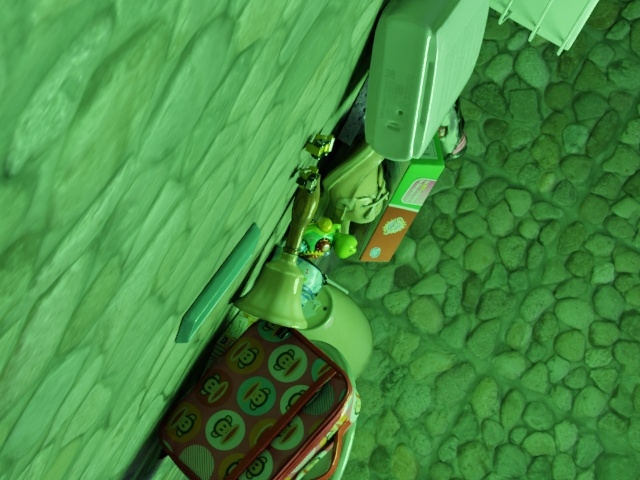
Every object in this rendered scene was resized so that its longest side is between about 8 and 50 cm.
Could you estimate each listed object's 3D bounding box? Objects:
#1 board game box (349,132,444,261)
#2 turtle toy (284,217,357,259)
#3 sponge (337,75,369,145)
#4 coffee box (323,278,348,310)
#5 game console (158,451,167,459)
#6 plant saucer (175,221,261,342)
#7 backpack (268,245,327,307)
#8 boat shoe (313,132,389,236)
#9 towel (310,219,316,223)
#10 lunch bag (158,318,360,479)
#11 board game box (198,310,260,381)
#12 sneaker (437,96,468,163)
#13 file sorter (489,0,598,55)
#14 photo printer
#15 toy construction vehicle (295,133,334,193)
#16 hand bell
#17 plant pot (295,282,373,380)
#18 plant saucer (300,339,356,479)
[{"bbox_3d":[0.128,-0.143,1.909,0.316,0.064,0.242,115,-27,-55],"label":"board game box"},{"bbox_3d":[0.000,0.000,1.827,0.095,0.130,0.066,76,13,-79],"label":"turtle toy"},{"bbox_3d":[0.099,-0.266,1.736,0.210,0.031,0.117,-61,175,23],"label":"sponge"},{"bbox_3d":[-0.063,0.238,2.626,0.297,0.119,0.168,-58,-179,-15],"label":"coffee box"},{"bbox_3d":[-0.248,0.334,1.924,0.144,0.085,0.124,-22,111,-84],"label":"game console"},{"bbox_3d":[-0.132,0.057,1.366,0.192,0.018,0.067,-55,173,-40],"label":"plant saucer"},{"bbox_3d":[-0.049,0.065,1.799,0.084,0.105,0.114,-60,171,-11],"label":"backpack"},{"bbox_3d":[0.071,-0.094,1.804,0.121,0.110,0.341,-48,178,-19],"label":"boat shoe"},{"bbox_3d":[-0.092,0.118,2.124,0.370,0.040,0.271,-62,177,1],"label":"towel"},{"bbox_3d":[-0.084,0.297,1.646,0.293,0.258,0.120,-47,154,-10],"label":"lunch bag"},{"bbox_3d":[-0.148,0.184,1.837,0.193,0.045,0.147,-54,172,-51],"label":"board game box"},{"bbox_3d":[0.231,-0.269,2.110,0.185,0.202,0.483,-58,176,-28],"label":"sneaker"},{"bbox_3d":[0.402,-0.507,1.994,0.193,0.278,0.173,-62,173,27],"label":"file sorter"},{"bbox_3d":[0.174,-0.306,1.586,0.256,0.107,0.307,94,22,-44],"label":"photo printer"},{"bbox_3d":[-0.012,-0.119,1.504,0.098,0.035,0.086,-56,164,-66],"label":"toy construction vehicle"},{"bbox_3d":[-0.045,0.007,1.650,0.126,0.126,0.242,-16,124,-84],"label":"hand bell"},{"bbox_3d":[-0.017,0.196,2.383,0.256,0.256,0.274,-58,161,-16],"label":"plant pot"},{"bbox_3d":[-0.103,0.346,1.804,0.400,0.100,0.400,-36,-141,35],"label":"plant saucer"}]
